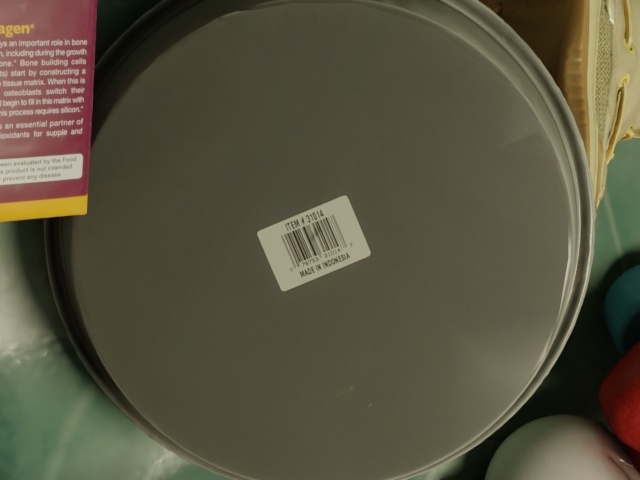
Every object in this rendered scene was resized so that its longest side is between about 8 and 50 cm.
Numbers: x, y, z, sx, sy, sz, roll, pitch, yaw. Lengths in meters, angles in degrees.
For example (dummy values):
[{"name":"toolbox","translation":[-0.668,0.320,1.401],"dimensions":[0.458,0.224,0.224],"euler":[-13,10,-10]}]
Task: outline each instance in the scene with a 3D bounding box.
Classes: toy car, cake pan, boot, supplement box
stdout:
[{"name":"toy car","translation":[0.204,0.177,1.023],"dimensions":[0.238,0.219,0.210],"euler":[-28,126,10]},{"name":"cake pan","translation":[0.000,0.000,0.768],"dimensions":[0.293,0.054,0.293],"euler":[0,101,-1]},{"name":"boot","translation":[0.165,-0.063,0.903],"dimensions":[0.203,0.095,0.262],"euler":[6,87,-54]},{"name":"supplement box","translation":[-0.167,-0.106,0.696],"dimensions":[0.104,0.081,0.188],"euler":[-7,110,-37]}]
